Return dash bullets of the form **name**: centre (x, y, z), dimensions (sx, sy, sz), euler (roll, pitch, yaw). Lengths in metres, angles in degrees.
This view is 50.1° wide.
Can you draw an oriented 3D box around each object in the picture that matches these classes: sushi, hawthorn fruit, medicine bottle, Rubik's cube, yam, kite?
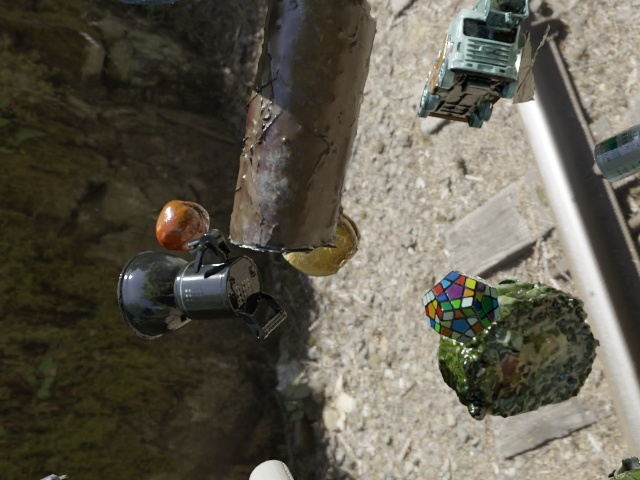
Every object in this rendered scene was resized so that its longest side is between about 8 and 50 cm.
- **sushi**: centre (0.464, 0.246, 1.615), dimensions (0.178, 0.352, 0.293), euler (-137, 37, -69)
- **hawthorn fruit**: centre (-0.310, -0.032, 1.543), dimensions (0.128, 0.128, 0.128), euler (-22, 63, 52)
- **medicine bottle**: centre (0.557, -0.161, 1.198), dimensions (0.130, 0.080, 0.080), euler (-28, 58, 44)
- **Rubik's cube**: centre (0.243, 0.114, 1.183), dimensions (0.133, 0.133, 0.112), euler (-54, 11, 33)
- **yam**: centre (-0.018, -0.122, 0.735), dimensions (0.131, 0.131, 0.279), euler (33, 115, 55)
- **kite**: centre (0.506, -0.420, 1.644), dimensions (0.012, 0.229, 0.250), euler (20, 69, 30)

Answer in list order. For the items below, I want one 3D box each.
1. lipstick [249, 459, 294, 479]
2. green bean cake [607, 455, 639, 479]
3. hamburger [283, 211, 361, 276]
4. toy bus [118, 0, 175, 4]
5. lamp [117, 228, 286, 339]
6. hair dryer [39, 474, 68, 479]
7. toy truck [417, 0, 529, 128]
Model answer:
- **lipstick**: centre (-0.049, 0.544, 1.275), dimensions (0.327, 0.087, 0.087), euler (42, 116, 61)
- **green bean cake**: centre (0.559, 0.625, 1.357), dimensions (0.218, 0.319, 0.334), euler (43, 135, 51)
- **hamburger**: centre (-0.002, -0.001, 1.862), dimensions (0.213, 0.214, 0.108), euler (-58, 0, 29)
- **toy bus**: centre (-0.214, -0.323, 0.641), dimensions (0.116, 0.234, 0.133), euler (15, 83, 40)
- **lamp**: centre (-0.188, 0.071, 1.085), dimensions (0.228, 0.147, 0.172), euler (-8, 105, 27)
- **hair dryer**: centre (-0.376, 0.326, 0.875), dimensions (0.063, 0.114, 0.037), euler (78, 168, -61)
- **toy truck**: centre (0.274, -0.331, 1.249), dimensions (0.338, 0.133, 0.184), euler (115, 164, -84)
